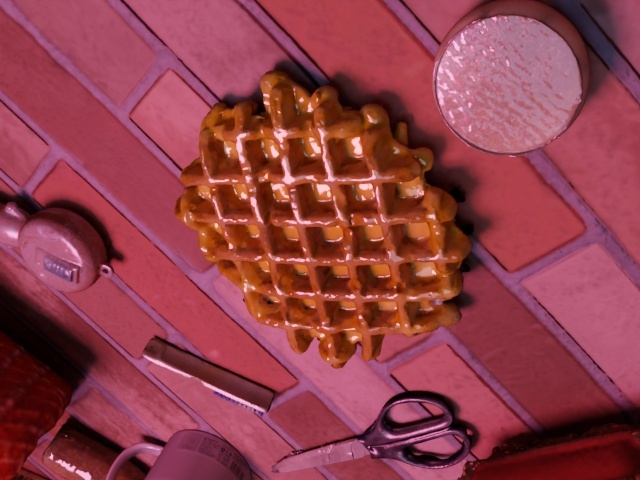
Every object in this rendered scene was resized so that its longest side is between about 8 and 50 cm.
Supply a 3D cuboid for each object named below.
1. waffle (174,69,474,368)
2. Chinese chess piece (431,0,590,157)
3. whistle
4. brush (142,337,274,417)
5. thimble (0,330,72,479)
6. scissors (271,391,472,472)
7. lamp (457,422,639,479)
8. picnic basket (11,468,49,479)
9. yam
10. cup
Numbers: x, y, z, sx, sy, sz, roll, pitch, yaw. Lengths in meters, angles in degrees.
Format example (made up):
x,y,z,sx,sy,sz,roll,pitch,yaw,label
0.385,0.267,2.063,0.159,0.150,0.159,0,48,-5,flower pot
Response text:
x,y,z,sx,sy,sz,roll,pitch,yaw,label
-0.008,-0.007,0.710,0.329,0.062,0.329,11,127,15,waffle
0.149,-0.128,0.568,0.122,0.051,0.122,11,124,17,Chinese chess piece
-0.346,-0.004,0.858,0.220,0.057,0.107,26,129,7,whistle
-0.142,0.174,0.910,0.178,0.033,0.030,23,143,7,brush
-0.519,0.268,0.945,0.230,0.350,0.350,41,128,-8,thimble
0.046,0.259,0.894,0.300,0.022,0.109,-26,106,35,scissors
0.264,0.283,0.725,0.273,0.177,0.177,-23,111,33,lamp
-0.572,0.546,1.254,0.227,0.175,0.313,18,127,12,picnic basket
-0.258,0.393,1.083,0.356,0.081,0.081,30,129,1,yam
-0.200,0.346,0.981,0.173,0.142,0.134,41,129,-7,cup
